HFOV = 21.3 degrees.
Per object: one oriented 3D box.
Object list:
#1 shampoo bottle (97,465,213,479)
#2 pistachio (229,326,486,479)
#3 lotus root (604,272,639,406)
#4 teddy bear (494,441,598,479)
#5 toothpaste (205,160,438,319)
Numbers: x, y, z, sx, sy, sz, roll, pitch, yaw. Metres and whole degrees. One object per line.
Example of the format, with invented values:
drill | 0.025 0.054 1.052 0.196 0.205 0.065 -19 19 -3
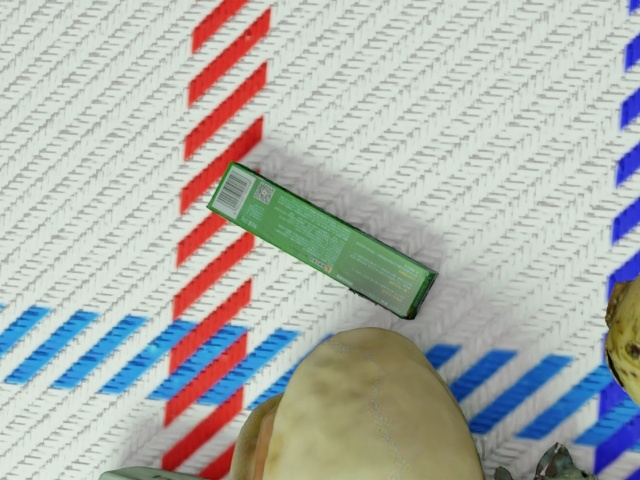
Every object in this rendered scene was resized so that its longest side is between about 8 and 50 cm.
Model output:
shampoo bottle | -0.150 0.355 1.290 0.134 0.078 0.359 10 93 20
pistachio | 0.031 0.216 1.166 0.188 0.187 0.299 -22 61 16
lotus root | 0.324 0.090 1.103 0.284 0.160 0.146 27 91 19
teddy bear | 0.213 0.240 1.177 0.133 0.111 0.213 -39 53 -8
toothpaste | 0.000 0.000 1.268 0.178 0.037 0.043 29 94 15
